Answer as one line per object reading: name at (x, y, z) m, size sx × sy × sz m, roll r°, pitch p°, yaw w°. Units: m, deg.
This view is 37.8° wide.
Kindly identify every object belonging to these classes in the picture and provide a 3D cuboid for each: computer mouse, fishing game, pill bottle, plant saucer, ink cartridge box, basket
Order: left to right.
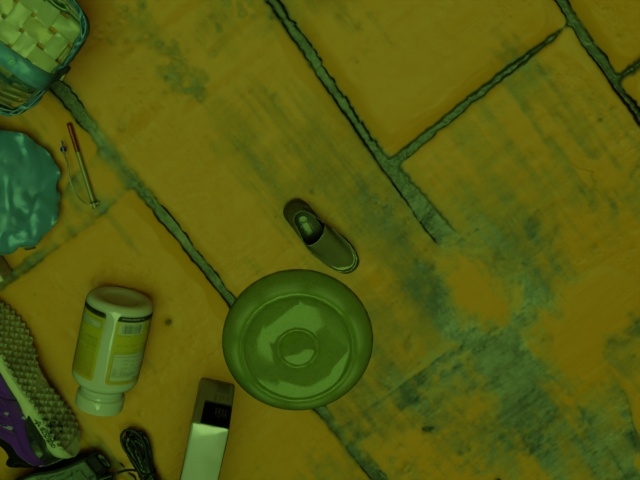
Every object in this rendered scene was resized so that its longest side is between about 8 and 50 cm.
basket at (-0.436, -0.289, 1.209) m, size 0.255 × 0.289 × 0.201 m, roll 38°, pitch 101°, yaw -12°
fishing game at (-0.471, -0.070, 1.372) m, size 0.264 × 0.041 × 0.189 m, roll -20°, pitch 103°, yaw -19°
computer mouse at (-0.379, 0.426, 1.525) m, size 0.262 × 0.060 × 0.184 m, roll -24°, pitch 100°, yaw -7°
pill bottle at (-0.323, 0.170, 1.433) m, size 0.103 × 0.103 × 0.184 m, roll 14°, pitch 104°, yaw -5°
ink cartridge box at (-0.199, 0.401, 1.467) m, size 0.065 × 0.165 × 0.332 m, roll 13°, pitch 105°, yaw -6°
plant saucer at (-0.036, 0.165, 1.474) m, size 0.241 × 0.037 × 0.241 m, roll 0°, pitch 105°, yaw -1°

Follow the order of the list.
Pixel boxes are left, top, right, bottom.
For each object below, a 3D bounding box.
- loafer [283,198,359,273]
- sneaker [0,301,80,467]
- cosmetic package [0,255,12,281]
loafer at (0.000, 0.000, 1.423) m, size 0.148 × 0.050 × 0.056 m, roll 41°, pitch 100°, yaw -11°
sneaker at (-0.503, 0.233, 1.446) m, size 0.146 × 0.102 × 0.293 m, roll -22°, pitch 102°, yaw 12°
cosmetic package at (-0.573, -0.024, 1.395) m, size 0.099 × 0.060 × 0.239 m, roll -29°, pitch 104°, yaw 2°
